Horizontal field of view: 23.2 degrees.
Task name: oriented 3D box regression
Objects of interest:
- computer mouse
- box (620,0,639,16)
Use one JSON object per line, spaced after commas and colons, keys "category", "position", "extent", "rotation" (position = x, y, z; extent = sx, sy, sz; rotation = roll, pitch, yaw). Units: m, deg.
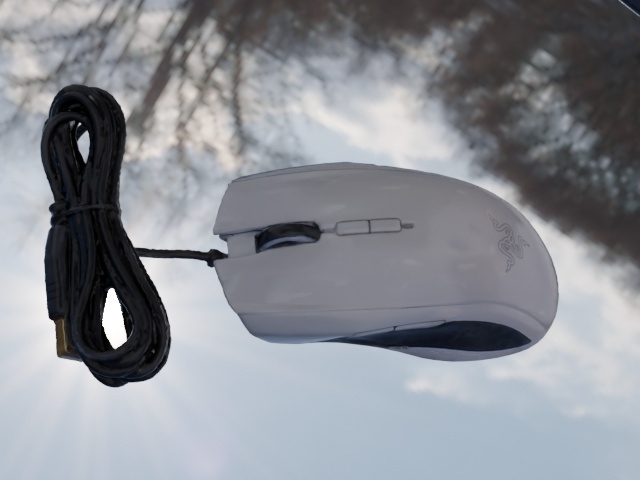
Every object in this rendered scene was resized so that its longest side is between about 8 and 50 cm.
{"category": "computer mouse", "position": [0.000, 0.000, 0.544], "extent": [0.193, 0.042, 0.106], "rotation": [2, -119, -17]}
{"category": "box", "position": [0.107, -0.287, 0.708], "extent": [0.343, 0.179, 0.312], "rotation": [28, -149, -36]}
